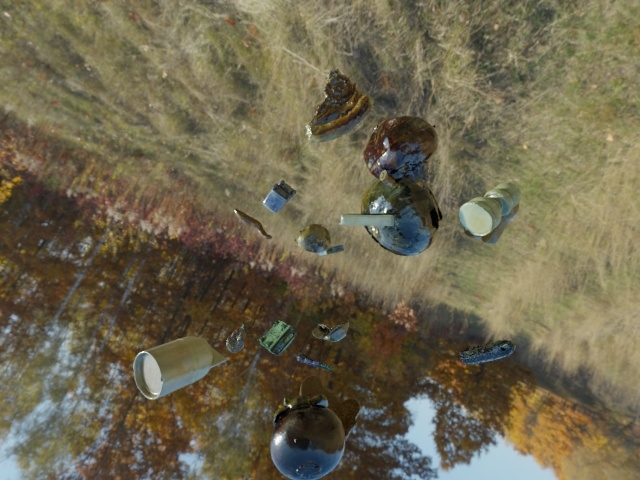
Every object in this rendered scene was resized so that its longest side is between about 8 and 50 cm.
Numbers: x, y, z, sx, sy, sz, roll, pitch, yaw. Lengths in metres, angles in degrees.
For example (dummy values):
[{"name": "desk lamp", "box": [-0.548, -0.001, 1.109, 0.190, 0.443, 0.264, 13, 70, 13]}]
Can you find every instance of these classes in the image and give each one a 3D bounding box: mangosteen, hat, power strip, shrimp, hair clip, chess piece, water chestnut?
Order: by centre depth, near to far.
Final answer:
[{"name": "chess piece", "box": [0.616, -0.125, 1.429, 0.133, 0.243, 0.133, 40, 148, 32]}, {"name": "mangosteen", "box": [-0.053, 0.814, 1.671, 0.330, 0.330, 0.330, 23, 174, 3]}, {"name": "water chestnut", "box": [0.361, -0.367, 1.748, 0.347, 0.335, 0.335, 65, 171, -1]}, {"name": "power strip", "box": [0.214, -0.095, 1.815, 0.272, 0.052, 0.078, 2, -169, 19]}, {"name": "hat", "box": [0.048, 0.468, 1.971, 0.166, 0.144, 0.173, -13, -160, 26]}, {"name": "hair clip", "box": [-0.027, 0.599, 2.002, 0.195, 0.052, 0.124, 16, 164, 11]}, {"name": "shrimp", "box": [-0.469, 0.549, 2.297, 0.101, 0.190, 0.042, 24, -177, -4]}]

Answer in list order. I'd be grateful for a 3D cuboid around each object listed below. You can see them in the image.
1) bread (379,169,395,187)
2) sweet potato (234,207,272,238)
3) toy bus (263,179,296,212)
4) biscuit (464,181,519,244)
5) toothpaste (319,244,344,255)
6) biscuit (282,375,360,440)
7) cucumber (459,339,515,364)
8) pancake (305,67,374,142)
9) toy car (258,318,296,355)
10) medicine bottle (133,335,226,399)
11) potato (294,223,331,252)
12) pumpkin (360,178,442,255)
[{"name": "bread", "box": [0.264, -0.242, 1.596, 0.036, 0.047, 0.083, 6, 168, 37]}, {"name": "sweet potato", "box": [-0.250, -0.062, 1.514, 0.179, 0.044, 0.044, 39, 174, 0]}, {"name": "toy bus", "box": [-0.127, -0.140, 1.270, 0.064, 0.075, 0.190, 40, -163, -5]}, {"name": "biscuit", "box": [0.840, -0.111, 1.981, 0.057, 0.287, 0.344, 18, 146, -15]}, {"name": "toothpaste", "box": [0.050, 0.046, 1.872, 0.046, 0.034, 0.164, -14, 177, 33]}, {"name": "biscuit", "box": [-0.002, 0.962, 2.223, 0.394, 0.368, 0.076, 23, 130, 26]}, {"name": "cucumber", "box": [0.707, 0.466, 1.688, 0.081, 0.072, 0.303, 16, 153, -15]}, {"name": "pancake", "box": [0.051, -0.483, 1.417, 0.265, 0.245, 0.057, -14, 177, 14]}, {"name": "toy car", "box": [-0.181, 0.421, 1.753, 0.097, 0.141, 0.320, 44, 164, -7]}, {"name": "medicine bottle", "box": [-0.701, 0.619, 2.059, 0.235, 0.236, 0.406, 20, -165, 32]}, {"name": "potato", "box": [0.000, 0.000, 1.572, 0.172, 0.101, 0.089, 3, -141, -35]}, {"name": "pumpkin", "box": [0.399, -0.126, 2.062, 0.454, 0.344, 0.454, 42, 158, 21]}]
